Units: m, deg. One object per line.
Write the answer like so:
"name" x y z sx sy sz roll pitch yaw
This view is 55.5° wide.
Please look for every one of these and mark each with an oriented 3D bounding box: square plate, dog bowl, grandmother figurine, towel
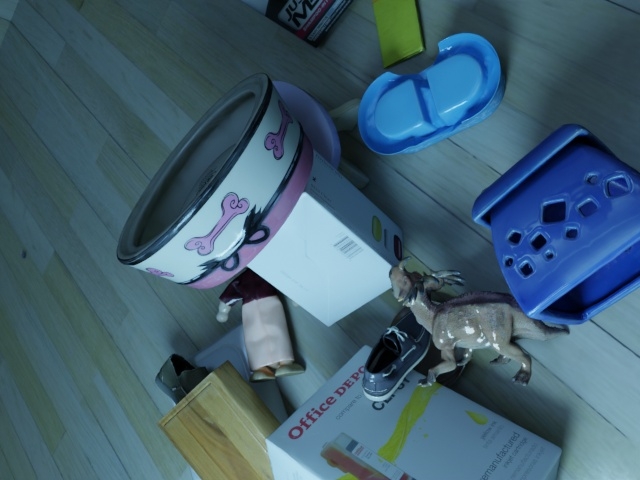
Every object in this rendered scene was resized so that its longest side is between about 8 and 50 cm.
"square plate" -0.232 0.404 1.433 0.347 0.049 0.344 -35 66 29
"dog bowl" -0.177 -0.092 1.084 0.408 0.150 0.408 -38 29 25
"grandmother figurine" -0.138 0.138 1.365 0.207 0.104 0.342 -11 72 3
"dog bowl" 0.212 -0.265 1.157 0.297 0.074 0.166 -23 72 33
"towel" 0.155 -0.482 1.261 0.102 0.021 0.237 -18 75 40

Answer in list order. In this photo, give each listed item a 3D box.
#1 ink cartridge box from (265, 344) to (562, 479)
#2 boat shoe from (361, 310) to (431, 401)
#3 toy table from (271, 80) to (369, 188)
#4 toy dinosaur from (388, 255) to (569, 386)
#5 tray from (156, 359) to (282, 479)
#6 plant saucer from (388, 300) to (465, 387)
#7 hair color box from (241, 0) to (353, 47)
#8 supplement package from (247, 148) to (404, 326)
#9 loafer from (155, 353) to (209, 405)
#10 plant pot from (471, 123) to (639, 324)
"ink cartridge box" 0.141 0.376 0.988 0.384 0.279 0.160 23 134 36
"boat shoe" 0.136 0.184 1.057 0.075 0.206 0.065 14 134 32
"toy table" -0.022 -0.209 1.274 0.252 0.161 0.274 -42 63 26
"toy dinosaur" 0.250 0.123 0.998 0.295 0.127 0.200 -4 98 18
"tray" -0.135 0.469 1.241 0.203 0.076 0.411 -44 83 24
"plant saucer" 0.202 0.196 1.139 0.168 0.029 0.168 -6 80 36
"hair color box" -0.097 -0.565 1.231 0.185 0.374 0.113 -47 51 23
"supplement package" 0.000 0.000 1.151 0.204 0.262 0.145 -36 29 29
"loafer" -0.292 0.336 1.395 0.251 0.094 0.087 23 102 37
"plant pot" 0.382 -0.026 0.907 0.236 0.236 0.212 -44 55 26
